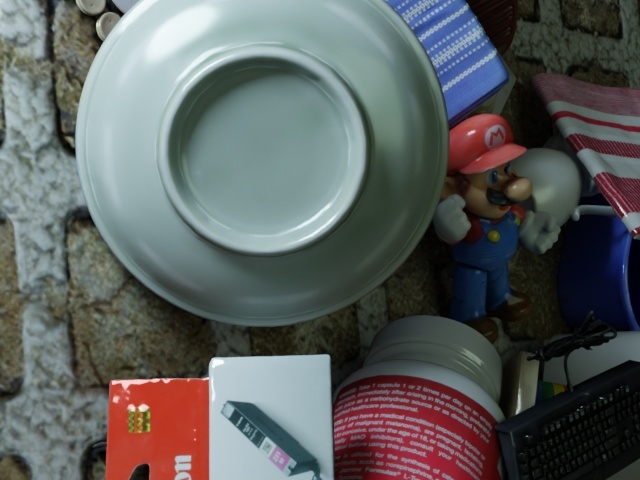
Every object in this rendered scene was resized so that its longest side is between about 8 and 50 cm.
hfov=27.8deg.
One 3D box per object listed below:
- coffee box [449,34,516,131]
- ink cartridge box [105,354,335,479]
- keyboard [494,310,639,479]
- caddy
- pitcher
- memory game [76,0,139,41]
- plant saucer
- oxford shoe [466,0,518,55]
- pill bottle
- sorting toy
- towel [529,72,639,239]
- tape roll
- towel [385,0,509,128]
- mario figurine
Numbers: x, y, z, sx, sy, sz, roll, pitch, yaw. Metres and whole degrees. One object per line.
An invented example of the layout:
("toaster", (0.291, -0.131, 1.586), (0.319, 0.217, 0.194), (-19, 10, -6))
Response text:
("coffee box", (0.148, -0.255, 1.761), (0.246, 0.098, 0.141), (50, 49, -27))
("ink cartridge box", (-0.103, 0.254, 1.298), (0.060, 0.239, 0.275), (88, 1, -65))
("keyboard", (0.315, 0.201, 1.570), (0.317, 0.033, 0.201), (-15, 91, -47))
("caddy", (0.519, 0.033, 2.031), (0.241, 0.179, 0.341), (37, 58, -34))
("pitcher", (0.350, -0.069, 1.888), (0.207, 0.178, 0.125), (-27, 140, -47))
("memory game", (-0.208, -0.293, 1.470), (0.186, 0.012, 0.186), (9, 77, -44))
("plant saucer", (-0.058, -0.095, 1.346), (0.400, 0.100, 0.400), (-1, 100, -4))
("oxford shoe", (0.185, -0.405, 1.817), (0.123, 0.130, 0.348), (-26, 128, -2))
("pill bottle", (0.094, 0.288, 1.491), (0.229, 0.229, 0.407), (51, 38, -27))
("sorting toy", (0.258, 0.300, 1.662), (0.089, 0.255, 0.257), (10, 71, -2))
("towel", (0.473, -0.125, 1.935), (0.237, 0.037, 0.329), (3, 46, -34))
("tape roll", (0.424, 0.251, 1.846), (0.246, 0.169, 0.246), (-4, 90, -69))
("towel", (0.067, -0.262, 1.623), (0.243, 0.040, 0.336), (-36, 114, 1))
("mario figurine", (0.235, -0.014, 1.707), (0.198, 0.170, 0.320), (-79, 163, -61))
